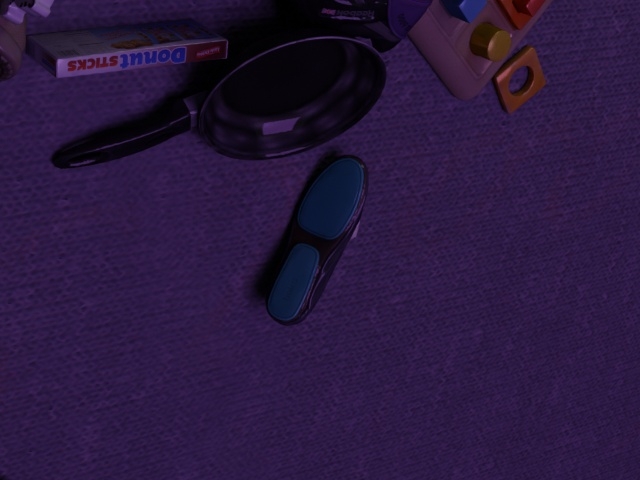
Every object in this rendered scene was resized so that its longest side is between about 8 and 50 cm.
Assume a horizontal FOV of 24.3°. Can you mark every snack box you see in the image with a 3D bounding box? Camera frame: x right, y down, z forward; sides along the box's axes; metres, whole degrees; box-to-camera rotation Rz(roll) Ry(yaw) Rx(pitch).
[{"bbox_3d":[-0.178,-0.180,1.383,0.178,0.064,0.022,-12,121,-34],"label":"snack box"}]

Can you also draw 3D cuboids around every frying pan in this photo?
[{"bbox_3d":[-0.089,-0.122,1.497,0.326,0.053,0.197,-24,153,7],"label":"frying pan"}]

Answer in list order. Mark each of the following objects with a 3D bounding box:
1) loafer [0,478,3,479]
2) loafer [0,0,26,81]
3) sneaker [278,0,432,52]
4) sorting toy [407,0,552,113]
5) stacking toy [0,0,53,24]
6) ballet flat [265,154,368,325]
[{"bbox_3d":[-0.279,0.318,1.592,0.302,0.109,0.095,26,94,-42],"label":"loafer"},{"bbox_3d":[-0.340,-0.236,1.199,0.268,0.102,0.092,46,45,-36],"label":"loafer"},{"bbox_3d":[-0.007,-0.250,1.454,0.283,0.107,0.124,12,122,-37],"label":"sneaker"},{"bbox_3d":[0.191,-0.267,1.640,0.196,0.047,0.347,-48,136,-4],"label":"sorting toy"},{"bbox_3d":[-0.270,-0.298,1.174,0.167,0.052,0.221,29,62,-46],"label":"stacking toy"},{"bbox_3d":[0.000,0.000,1.648,0.074,0.074,0.203,21,96,-45],"label":"ballet flat"}]
